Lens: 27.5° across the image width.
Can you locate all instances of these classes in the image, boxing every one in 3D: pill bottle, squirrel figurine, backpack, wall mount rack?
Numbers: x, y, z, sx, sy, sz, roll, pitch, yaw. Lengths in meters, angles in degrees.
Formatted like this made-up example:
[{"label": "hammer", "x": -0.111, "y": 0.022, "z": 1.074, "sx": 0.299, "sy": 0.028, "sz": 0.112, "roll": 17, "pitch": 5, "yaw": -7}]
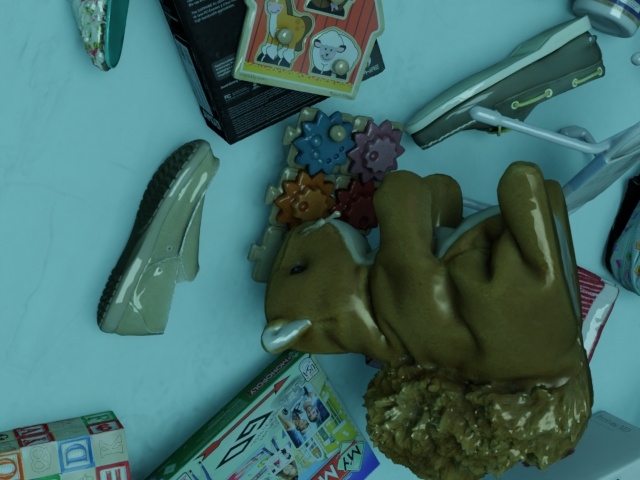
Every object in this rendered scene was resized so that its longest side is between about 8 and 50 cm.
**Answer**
[{"label": "pill bottle", "x": 0.419, "y": -0.369, "z": 1.775, "sx": 0.094, "sy": 0.094, "sz": 0.169, "roll": 27, "pitch": 89, "yaw": -21}, {"label": "squirrel figurine", "x": 0.121, "y": 0.113, "z": 1.554, "sx": 0.370, "sy": 0.281, "sz": 0.397, "roll": -11, "pitch": 92, "yaw": 15}, {"label": "backpack", "x": 0.487, "y": -0.003, "z": 1.842, "sx": 0.152, "sy": 0.115, "sz": 0.182, "roll": 31, "pitch": 90, "yaw": -23}, {"label": "wall mount rack", "x": 0.296, "y": -0.113, "z": 1.673, "sx": 0.304, "sy": 0.350, "sz": 0.130, "roll": -23, "pitch": 75, "yaw": -28}]

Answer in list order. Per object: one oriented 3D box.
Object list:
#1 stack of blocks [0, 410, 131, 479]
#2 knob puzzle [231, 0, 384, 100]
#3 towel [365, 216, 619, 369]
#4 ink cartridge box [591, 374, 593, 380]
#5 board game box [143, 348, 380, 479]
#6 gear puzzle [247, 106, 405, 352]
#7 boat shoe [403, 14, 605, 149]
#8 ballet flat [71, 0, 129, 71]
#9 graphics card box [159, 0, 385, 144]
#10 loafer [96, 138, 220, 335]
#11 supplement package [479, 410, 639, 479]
[{"label": "stack of blocks", "x": -0.316, "y": 0.379, "z": 1.632, "sx": 0.171, "sy": 0.087, "sz": 0.297, "roll": -10, "pitch": 101, "yaw": -17}, {"label": "knob puzzle", "x": -0.001, "y": -0.270, "z": 1.556, "sx": 0.213, "sy": 0.030, "sz": 0.213, "roll": -11, "pitch": 115, "yaw": -23}, {"label": "towel", "x": 0.246, "y": 0.115, "z": 1.817, "sx": 0.329, "sy": 0.037, "sz": 0.237, "roll": 22, "pitch": 91, "yaw": -21}, {"label": "ink cartridge box", "x": 0.244, "y": 0.183, "z": 1.766, "sx": 0.203, "sy": 0.086, "sz": 0.148, "roll": -32, "pitch": 109, "yaw": -11}, {"label": "board game box", "x": -0.086, "y": 0.313, "z": 1.675, "sx": 0.317, "sy": 0.046, "sz": 0.213, "roll": -42, "pitch": 118, "yaw": -22}, {"label": "gear puzzle", "x": 0.000, "y": 0.000, "z": 1.675, "sx": 0.175, "sy": 0.044, "sz": 0.339, "roll": 7, "pitch": 109, "yaw": -33}, {"label": "boat shoe", "x": 0.250, "y": -0.194, "z": 1.735, "sx": 0.305, "sy": 0.109, "sz": 0.091, "roll": -31, "pitch": 102, "yaw": -16}, {"label": "ballet flat", "x": -0.263, "y": -0.324, "z": 1.564, "sx": 0.077, "sy": 0.091, "sz": 0.241, "roll": 10, "pitch": 91, "yaw": 10}, {"label": "graphics card box", "x": -0.082, "y": -0.327, "z": 1.564, "sx": 0.233, "sy": 0.094, "sz": 0.371, "roll": -28, "pitch": 120, "yaw": -14}, {"label": "loafer", "x": -0.187, "y": 0.002, "z": 1.622, "sx": 0.092, "sy": 0.102, "sz": 0.268, "roll": 25, "pitch": 99, "yaw": -22}, {"label": "supplement package", "x": 0.341, "y": 0.389, "z": 1.814, "sx": 0.293, "sy": 0.177, "sz": 0.175, "roll": -23, "pitch": 104, "yaw": -15}]
